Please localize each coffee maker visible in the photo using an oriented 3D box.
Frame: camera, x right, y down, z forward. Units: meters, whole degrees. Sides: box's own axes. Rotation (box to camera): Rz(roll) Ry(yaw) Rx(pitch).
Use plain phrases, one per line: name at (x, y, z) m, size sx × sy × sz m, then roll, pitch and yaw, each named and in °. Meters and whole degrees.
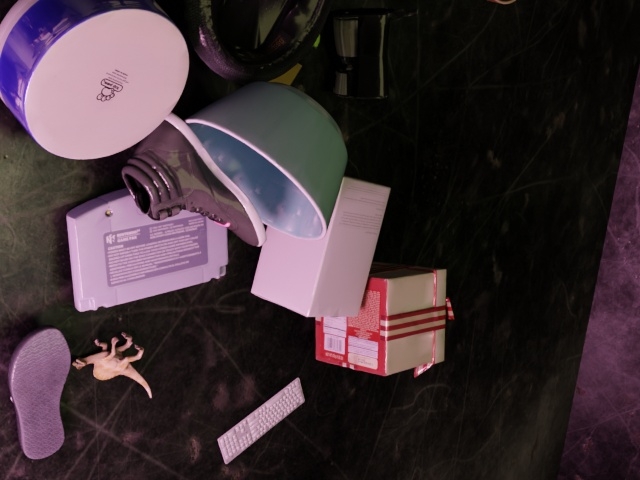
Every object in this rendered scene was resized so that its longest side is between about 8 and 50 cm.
coffee maker at (0.107, -0.390, 1.564) m, size 0.120 × 0.171 × 0.178 m, roll -42°, pitch 136°, yaw -53°

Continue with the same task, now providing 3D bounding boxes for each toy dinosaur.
toy dinosaur at (-0.368, 0.221, 1.364) m, size 0.183 × 0.053 × 0.092 m, roll 32°, pitch 95°, yaw -42°

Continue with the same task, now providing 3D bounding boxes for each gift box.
gift box at (0.145, 0.192, 1.774) m, size 0.258 × 0.255 × 0.276 m, roll -6°, pitch 103°, yaw -46°

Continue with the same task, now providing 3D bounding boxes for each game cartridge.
game cartridge at (-0.298, -0.001, 1.318) m, size 0.294 × 0.060 × 0.196 m, roll -13°, pitch 116°, yaw -38°

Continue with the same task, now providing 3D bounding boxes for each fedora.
fedora at (-0.128, -0.444, 1.283) m, size 0.334 × 0.153 × 0.334 m, roll -23°, pitch 125°, yaw -37°

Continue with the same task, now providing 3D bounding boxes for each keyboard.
keyboard at (-0.132, 0.412, 1.722) m, size 0.256 × 0.014 × 0.072 m, roll -32°, pitch 127°, yaw -37°

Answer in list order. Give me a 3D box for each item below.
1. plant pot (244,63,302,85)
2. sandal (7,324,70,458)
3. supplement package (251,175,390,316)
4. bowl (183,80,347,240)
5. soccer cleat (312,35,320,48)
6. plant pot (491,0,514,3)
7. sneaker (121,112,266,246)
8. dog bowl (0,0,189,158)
plant pot at (-0.103, -0.321, 1.426) m, size 0.081 × 0.081 × 0.083 m, roll 14°, pitch 105°, yaw -50°
sandal at (-0.478, 0.252, 1.246) m, size 0.097 × 0.054 × 0.254 m, roll -8°, pitch 120°, yaw -39°
supplement package at (0.000, 0.000, 1.586) m, size 0.178 × 0.175 × 0.292 m, roll 8°, pitch 98°, yaw -51°
bowl at (-0.076, -0.157, 1.298) m, size 0.163 × 0.312 × 0.311 m, roll -54°, pitch 137°, yaw -17°
soccer cleat at (-0.065, -0.412, 1.452) m, size 0.179 × 0.060 × 0.072 m, roll -14°, pitch 105°, yaw -52°
plant pot at (0.306, -0.643, 1.625) m, size 0.237 × 0.254 × 0.237 m, roll -20°, pitch 118°, yaw -44°
sneaker at (-0.220, -0.063, 1.268) m, size 0.147 × 0.105 × 0.295 m, roll -50°, pitch 121°, yaw -20°
dog bowl at (-0.329, -0.250, 1.086) m, size 0.265 × 0.104 × 0.265 m, roll -33°, pitch 153°, yaw -19°
